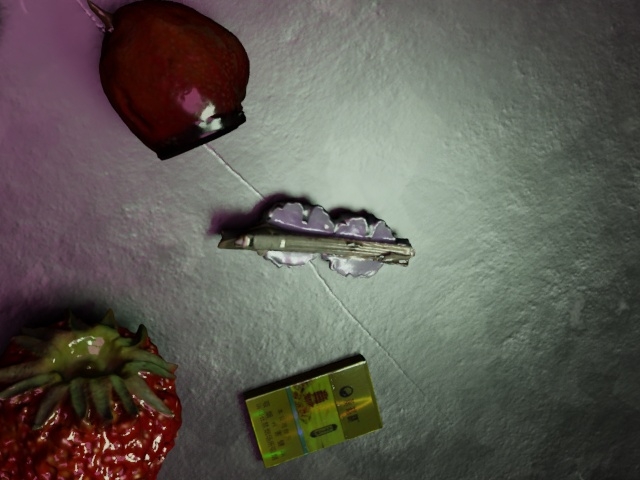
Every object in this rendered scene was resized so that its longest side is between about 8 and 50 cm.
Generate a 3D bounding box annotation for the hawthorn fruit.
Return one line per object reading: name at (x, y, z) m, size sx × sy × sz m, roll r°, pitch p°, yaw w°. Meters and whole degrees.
hawthorn fruit at (-0.204, -0.218, 1.426) m, size 0.251 × 0.189 × 0.189 m, roll 39°, pitch 94°, yaw -3°

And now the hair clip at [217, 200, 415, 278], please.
hair clip at (0.000, 0.000, 1.589) m, size 0.292 × 0.084 × 0.106 m, roll 6°, pitch 99°, yaw -21°

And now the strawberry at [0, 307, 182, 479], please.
strawberry at (-0.328, 0.278, 1.513) m, size 0.292 × 0.292 × 0.343 m, roll 3°, pitch 128°, yaw -15°

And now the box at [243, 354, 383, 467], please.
box at (-0.010, 0.260, 1.683) m, size 0.193 × 0.030 × 0.121 m, roll -17°, pitch 109°, yaw -8°
